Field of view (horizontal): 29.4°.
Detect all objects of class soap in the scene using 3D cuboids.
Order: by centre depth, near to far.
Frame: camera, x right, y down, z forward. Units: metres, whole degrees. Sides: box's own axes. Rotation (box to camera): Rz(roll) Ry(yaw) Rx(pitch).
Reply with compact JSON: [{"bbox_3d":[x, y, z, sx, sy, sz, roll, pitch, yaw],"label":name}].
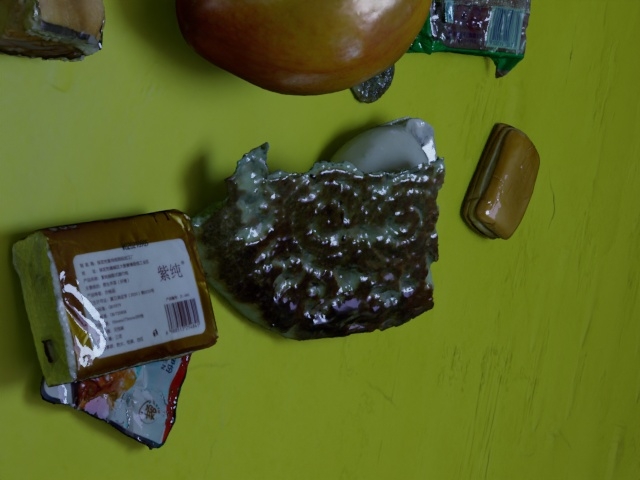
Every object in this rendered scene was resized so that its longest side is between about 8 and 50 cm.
[{"bbox_3d":[0.234,-0.370,1.935,0.273,0.098,0.218,-5,101,-48],"label":"soap"}]

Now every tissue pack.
[{"bbox_3d":[-0.241,0.064,1.458,0.226,0.092,0.183,-11,84,-45],"label":"tissue pack"}]

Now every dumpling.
[{"bbox_3d":[0.091,-0.084,1.801,0.250,0.132,0.162,-42,129,-29],"label":"dumpling"}]

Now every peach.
[{"bbox_3d":[-0.025,-0.313,1.526,0.307,0.289,0.289,-31,128,2],"label":"peach"}]

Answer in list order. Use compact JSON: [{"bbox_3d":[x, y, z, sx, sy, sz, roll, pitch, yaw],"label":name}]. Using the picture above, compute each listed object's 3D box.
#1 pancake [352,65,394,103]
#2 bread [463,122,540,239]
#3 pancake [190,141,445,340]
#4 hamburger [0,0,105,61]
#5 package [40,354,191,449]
[{"bbox_3d":[0.075,-0.261,1.837,0.108,0.017,0.108,-7,99,-48],"label":"pancake"},{"bbox_3d":[0.319,-0.100,2.107,0.116,0.077,0.200,36,70,-37],"label":"bread"},{"bbox_3d":[-0.001,0.005,1.703,0.426,0.067,0.305,2,117,-30],"label":"pancake"},{"bbox_3d":[-0.316,-0.300,1.329,0.155,0.135,0.208,-3,85,-64],"label":"hamburger"},{"bbox_3d":[-0.248,0.156,1.532,0.232,0.040,0.166,36,62,-44],"label":"package"}]
